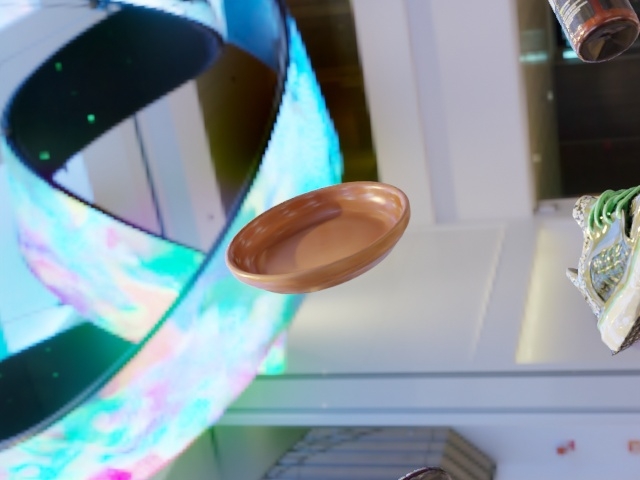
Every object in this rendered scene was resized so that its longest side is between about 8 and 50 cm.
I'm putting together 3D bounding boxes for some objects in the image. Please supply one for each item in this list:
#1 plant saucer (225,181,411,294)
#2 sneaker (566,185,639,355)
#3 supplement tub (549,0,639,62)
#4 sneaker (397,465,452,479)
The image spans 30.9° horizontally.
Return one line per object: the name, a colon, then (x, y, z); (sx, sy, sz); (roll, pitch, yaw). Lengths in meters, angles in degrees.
plant saucer: (0.000, 0.000, 1.200); (0.200, 0.200, 0.037); (-64, -41, -58)
sneaker: (0.410, -0.012, 1.566); (0.158, 0.182, 0.410); (-31, -32, -25)
supplement tub: (0.404, -0.376, 1.766); (0.106, 0.106, 0.198); (56, -165, -60)
sneaker: (0.099, 0.383, 1.482); (0.223, 0.098, 0.083); (-38, -69, -17)
